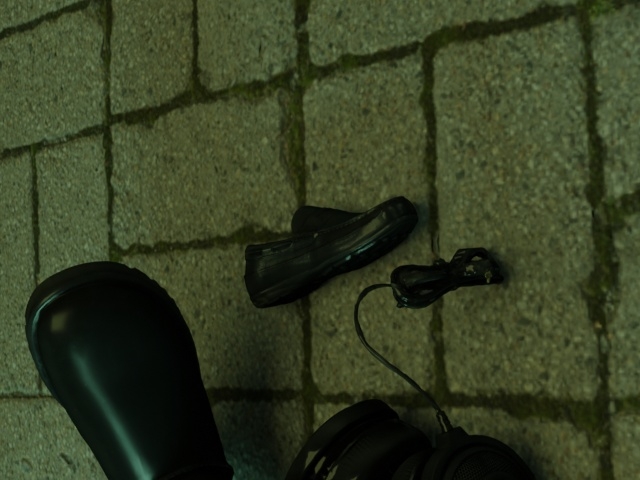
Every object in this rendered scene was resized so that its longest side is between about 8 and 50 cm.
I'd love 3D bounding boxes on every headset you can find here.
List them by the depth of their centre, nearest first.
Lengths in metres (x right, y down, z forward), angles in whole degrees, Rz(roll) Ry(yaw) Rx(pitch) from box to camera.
[{"bbox_3d":[0.098,0.209,0.948,0.243,0.185,0.394,11,110,45],"label":"headset"}]

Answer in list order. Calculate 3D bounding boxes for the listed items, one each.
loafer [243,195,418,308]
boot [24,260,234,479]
[{"bbox_3d":[0.000,0.000,1.057,0.223,0.076,0.078,-28,77,42],"label":"loafer"},{"bbox_3d":[-0.095,0.267,0.943,0.146,0.367,0.445,-28,43,-8],"label":"boot"}]
